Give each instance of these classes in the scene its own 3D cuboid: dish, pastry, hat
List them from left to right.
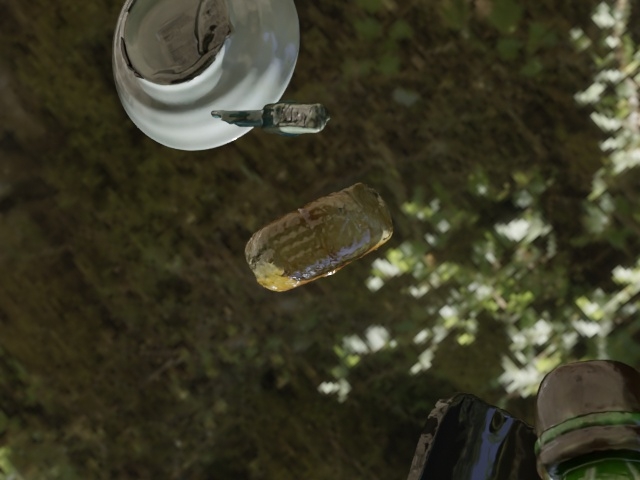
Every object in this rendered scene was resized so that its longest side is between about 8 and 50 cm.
[{"bbox_3d":[-0.191,-0.295,1.967,0.316,0.316,0.106,-41,158,10],"label":"dish"},{"bbox_3d":[0.000,0.000,1.766,0.192,0.093,0.182,-27,177,15],"label":"pastry"},{"bbox_3d":[0.160,0.413,1.808,0.257,0.366,0.382,-33,-142,43],"label":"hat"}]

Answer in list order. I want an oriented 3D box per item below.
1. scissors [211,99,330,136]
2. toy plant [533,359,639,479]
[{"bbox_3d":[-0.038,-0.138,1.537,0.138,0.041,0.289,3,-175,-15],"label":"scissors"},{"bbox_3d":[0.194,0.167,0.919,0.093,0.162,0.093,-3,151,-2],"label":"toy plant"}]
